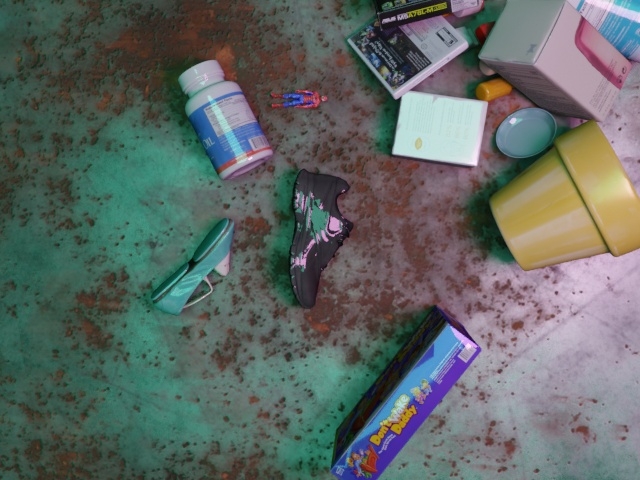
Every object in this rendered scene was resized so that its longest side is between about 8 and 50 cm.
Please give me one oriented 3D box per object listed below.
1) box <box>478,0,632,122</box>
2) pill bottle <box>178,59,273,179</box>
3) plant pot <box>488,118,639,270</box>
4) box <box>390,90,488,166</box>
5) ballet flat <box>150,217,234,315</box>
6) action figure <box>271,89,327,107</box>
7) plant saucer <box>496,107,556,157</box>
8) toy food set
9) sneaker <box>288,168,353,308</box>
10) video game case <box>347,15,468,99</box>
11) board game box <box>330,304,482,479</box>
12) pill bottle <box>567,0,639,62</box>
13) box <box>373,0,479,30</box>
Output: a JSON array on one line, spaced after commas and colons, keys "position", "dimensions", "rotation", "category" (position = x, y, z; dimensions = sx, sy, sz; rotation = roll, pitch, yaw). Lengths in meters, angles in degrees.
[{"position": [0.438, -0.334, 1.298], "dimensions": [0.232, 0.149, 0.126], "rotation": [25, 94, -35], "category": "box"}, {"position": [-0.198, -0.244, 1.412], "dimensions": [0.124, 0.124, 0.221], "rotation": [-27, 90, 5], "category": "pill bottle"}, {"position": [0.465, -0.063, 1.329], "dimensions": [0.239, 0.254, 0.254], "rotation": [-28, 91, 21], "category": "plant pot"}, {"position": [0.234, -0.221, 1.398], "dimensions": [0.171, 0.091, 0.130], "rotation": [9, 94, 3], "category": "box"}, {"position": [-0.246, 0.062, 1.462], "dimensions": [0.247, 0.083, 0.087], "rotation": [-46, 113, 5], "category": "ballet flat"}, {"position": [-0.044, -0.293, 1.447], "dimensions": [0.115, 0.030, 0.038], "rotation": [-2, 88, 2], "category": "action figure"}, {"position": [0.413, -0.211, 1.397], "dimensions": [0.119, 0.021, 0.119], "rotation": [-16, 55, 24], "category": "plant saucer"}, {"position": [0.327, -0.402, 1.383], "dimensions": [0.104, 0.111, 0.232], "rotation": [-22, 80, -26], "category": "toy food set"}, {"position": [0.000, 0.000, 1.424], "dimensions": [0.130, 0.109, 0.286], "rotation": [5, 95, -2], "category": "sneaker"}, {"position": [0.169, -0.391, 1.383], "dimensions": [0.173, 0.022, 0.190], "rotation": [-35, 59, 5], "category": "video game case"}, {"position": [0.159, 0.299, 1.360], "dimensions": [0.078, 0.233, 0.347], "rotation": [38, 94, 1], "category": "board game box"}, {"position": [0.538, -0.452, 1.339], "dimensions": [0.264, 0.146, 0.146], "rotation": [22, 94, 3], "category": "pill bottle"}, {"position": [0.194, -0.488, 1.349], "dimensions": [0.191, 0.184, 0.045], "rotation": [-12, 136, 8], "category": "box"}]
